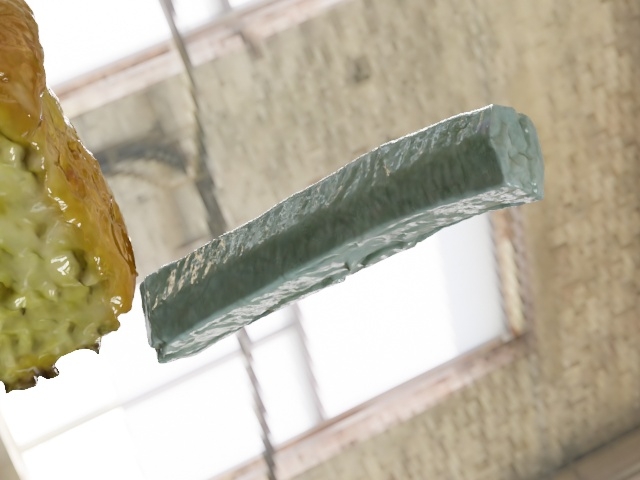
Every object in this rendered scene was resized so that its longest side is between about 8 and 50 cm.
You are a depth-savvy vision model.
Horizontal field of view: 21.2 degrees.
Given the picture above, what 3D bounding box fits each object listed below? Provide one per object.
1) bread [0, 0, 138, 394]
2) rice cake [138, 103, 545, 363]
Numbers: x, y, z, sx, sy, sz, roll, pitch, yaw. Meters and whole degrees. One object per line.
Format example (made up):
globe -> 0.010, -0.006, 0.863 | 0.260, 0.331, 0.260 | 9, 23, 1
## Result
bread -> -0.138, 0.004, 0.446 | 0.103, 0.187, 0.065 | 51, 20, -37
rice cake -> 0.000, 0.000, 0.786 | 0.245, 0.042, 0.045 | -27, -115, 40
